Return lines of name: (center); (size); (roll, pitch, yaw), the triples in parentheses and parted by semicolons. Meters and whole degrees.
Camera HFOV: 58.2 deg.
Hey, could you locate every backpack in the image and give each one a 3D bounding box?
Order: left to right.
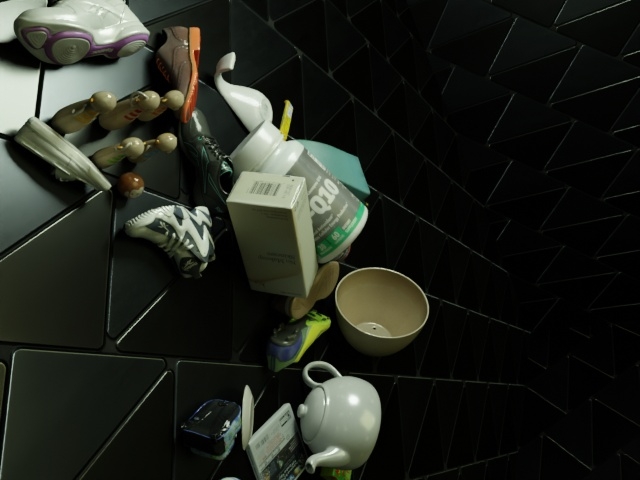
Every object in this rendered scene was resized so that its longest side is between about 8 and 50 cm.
backpack: (-0.222, 0.394, 1.203); (0.114, 0.105, 0.084); (-48, 141, -57)

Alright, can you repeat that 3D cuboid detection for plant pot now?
plant pot: (-0.010, -0.183, 1.685); (0.234, 0.166, 0.165); (22, 39, -36)
plant pot: (0.175, 0.250, 1.785); (0.284, 0.284, 0.191); (-64, 166, -47)

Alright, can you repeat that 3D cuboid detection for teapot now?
teapot: (0.028, 0.459, 1.499); (0.187, 0.256, 0.252); (20, 79, -16)

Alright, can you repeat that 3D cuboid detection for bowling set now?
bowling set: (-0.360, -0.198, 1.154); (0.287, 0.154, 0.200); (-36, 109, -57)

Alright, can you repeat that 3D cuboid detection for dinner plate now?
dinner plate: (-0.163, 0.400, 1.301); (0.141, 0.017, 0.141); (-178, -90, -89)

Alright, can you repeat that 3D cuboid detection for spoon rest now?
spoon rest: (-0.210, -0.391, 1.569); (0.276, 0.084, 0.137); (54, 37, -55)

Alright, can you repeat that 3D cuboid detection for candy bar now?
candy bar: (-0.107, -0.366, 1.764); (0.040, 0.018, 0.161); (47, 41, -45)

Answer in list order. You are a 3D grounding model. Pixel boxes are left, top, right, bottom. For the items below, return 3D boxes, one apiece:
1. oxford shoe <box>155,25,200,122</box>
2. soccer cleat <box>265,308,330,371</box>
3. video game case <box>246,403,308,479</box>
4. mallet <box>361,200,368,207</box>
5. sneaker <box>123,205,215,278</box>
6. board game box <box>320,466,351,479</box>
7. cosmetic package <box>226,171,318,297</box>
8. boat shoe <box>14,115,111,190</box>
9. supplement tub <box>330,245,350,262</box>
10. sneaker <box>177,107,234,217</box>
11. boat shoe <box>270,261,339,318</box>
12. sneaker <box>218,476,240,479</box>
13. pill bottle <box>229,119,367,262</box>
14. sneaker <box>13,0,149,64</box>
oxford shoe: (-0.335, -0.387, 1.336); (0.098, 0.097, 0.271); (4, 59, -14)
soccer cleat: (-0.062, 0.265, 1.550); (0.289, 0.093, 0.121); (-20, 126, -63)
video game case: (-0.103, 0.527, 1.418); (0.190, 0.022, 0.173); (-30, 103, -59)
mallet: (0.126, -0.171, 2.057); (0.190, 0.039, 0.062); (27, 54, -58)
sneaker: (-0.303, 0.012, 1.221); (0.235, 0.094, 0.153); (-6, 75, -69)
board game box: (0.056, 0.592, 1.629); (0.092, 0.043, 0.181); (50, 40, -36)
cosmetic package: (-0.107, -0.008, 1.379); (0.309, 0.160, 0.113); (81, 21, -44)
boat shoe: (-0.469, -0.143, 1.050); (0.063, 0.066, 0.184); (-46, 133, -3)
supplement tub: (0.000, 0.000, 1.710); (0.198, 0.106, 0.106); (22, 60, -54)
sneaker: (-0.257, -0.193, 1.369); (0.101, 0.106, 0.267); (-16, 91, -57)
boat shoe: (-0.038, 0.126, 1.610); (0.285, 0.092, 0.103); (-39, 135, -53)
sneaker: (-0.147, 0.587, 1.261); (0.237, 0.086, 0.085); (51, 41, -34)
pill bottle: (-0.067, -0.126, 1.489); (0.361, 0.204, 0.204); (42, 42, -16)
sneaker: (-0.480, -0.431, 1.123); (0.152, 0.114, 0.305); (58, 29, -3)
